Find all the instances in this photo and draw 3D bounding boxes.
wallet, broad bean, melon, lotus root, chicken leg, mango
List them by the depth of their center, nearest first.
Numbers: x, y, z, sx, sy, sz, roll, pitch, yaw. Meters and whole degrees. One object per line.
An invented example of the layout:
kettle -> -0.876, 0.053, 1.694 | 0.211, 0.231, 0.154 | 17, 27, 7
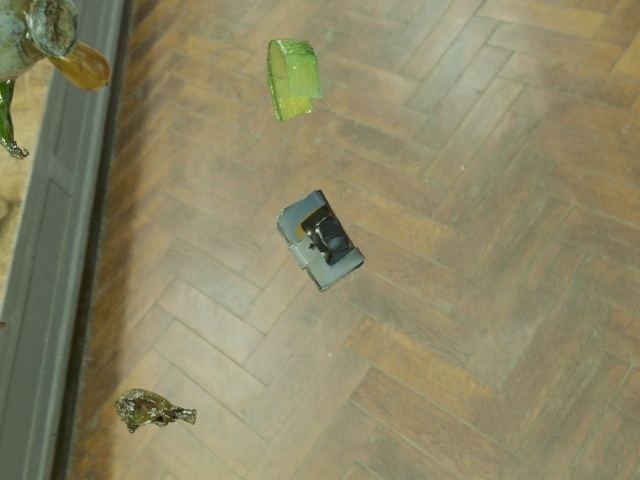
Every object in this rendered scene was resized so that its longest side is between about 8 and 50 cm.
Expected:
lotus root -> -0.469, -0.264, 0.818 | 0.349, 0.175, 0.175 | -1, 57, 11
melon -> -0.041, -0.252, 1.087 | 0.064, 0.118, 0.209 | -12, 6, -9
broad bean -> -0.613, -0.313, 1.406 | 0.144, 0.049, 0.292 | 18, 99, 31
chicken leg -> -0.344, 0.360, 1.452 | 0.178, 0.070, 0.093 | 8, 63, 3
mango -> -0.519, -0.383, 1.504 | 0.115, 0.165, 0.089 | 32, 86, 19
wallet -> 0.000, 0.000, 1.729 | 0.170, 0.231, 0.069 | -34, 4, -28

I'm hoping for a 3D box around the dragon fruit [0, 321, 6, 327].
dragon fruit -> -0.750, 0.122, 1.182 | 0.343, 0.282, 0.100 | -4, 58, 37
